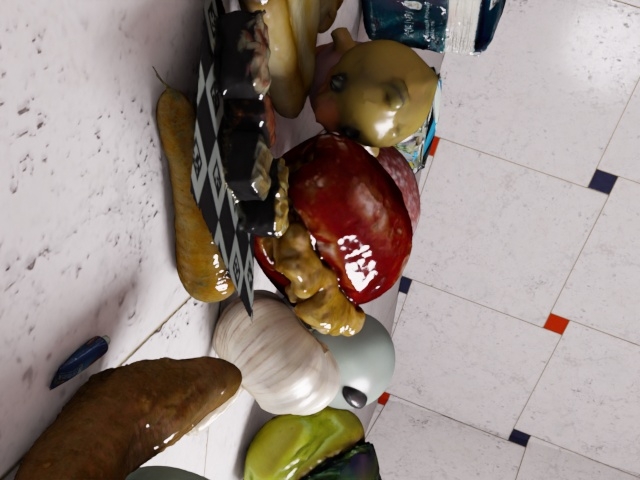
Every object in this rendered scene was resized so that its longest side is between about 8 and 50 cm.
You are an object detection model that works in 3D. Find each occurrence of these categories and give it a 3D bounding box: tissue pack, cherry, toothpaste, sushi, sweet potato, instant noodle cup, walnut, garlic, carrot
[{"bbox_3d":[0.206,-0.546,1.273,0.416,0.253,0.264,80,28,-62],"label":"tissue pack"},{"bbox_3d":[0.059,-0.056,1.293,0.285,0.213,0.236,43,40,-54],"label":"cherry"},{"bbox_3d":[-0.216,0.107,0.695,0.027,0.019,0.083,-55,176,25],"label":"toothpaste"},{"bbox_3d":[-0.069,-0.097,0.818,0.294,0.059,0.292,78,10,-64],"label":"sushi"},{"bbox_3d":[-0.186,0.177,0.709,0.092,0.114,0.341,-45,179,30],"label":"sweet potato"},{"bbox_3d":[0.128,-0.238,1.457,0.240,0.178,0.240,13,90,-78],"label":"instant noodle cup"},{"bbox_3d":[0.000,0.000,1.034,0.269,0.222,0.243,49,50,-48],"label":"walnut"},{"bbox_3d":[-0.097,0.194,1.067,0.226,0.199,0.199,-44,161,-9],"label":"garlic"},{"bbox_3d":[-0.130,-0.050,0.796,0.298,0.078,0.078,85,22,-43],"label":"carrot"}]

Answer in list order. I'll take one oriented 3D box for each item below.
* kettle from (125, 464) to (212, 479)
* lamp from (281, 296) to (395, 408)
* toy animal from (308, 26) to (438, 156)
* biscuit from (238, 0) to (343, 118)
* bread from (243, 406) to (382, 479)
[{"bbox_3d":[-0.210,0.413,0.653,0.319,0.247,0.342,-53,174,34],"label":"kettle"},{"bbox_3d":[0.026,0.186,1.377,0.198,0.244,0.198,-36,176,-3],"label":"lamp"},{"bbox_3d":[0.069,-0.204,1.070,0.281,0.169,0.195,-103,176,-74],"label":"toy animal"},{"bbox_3d":[-0.031,-0.312,0.941,0.290,0.062,0.236,70,36,-69],"label":"biscuit"},{"bbox_3d":[-0.013,0.437,1.475,0.376,0.251,0.208,77,4,-65],"label":"bread"}]
